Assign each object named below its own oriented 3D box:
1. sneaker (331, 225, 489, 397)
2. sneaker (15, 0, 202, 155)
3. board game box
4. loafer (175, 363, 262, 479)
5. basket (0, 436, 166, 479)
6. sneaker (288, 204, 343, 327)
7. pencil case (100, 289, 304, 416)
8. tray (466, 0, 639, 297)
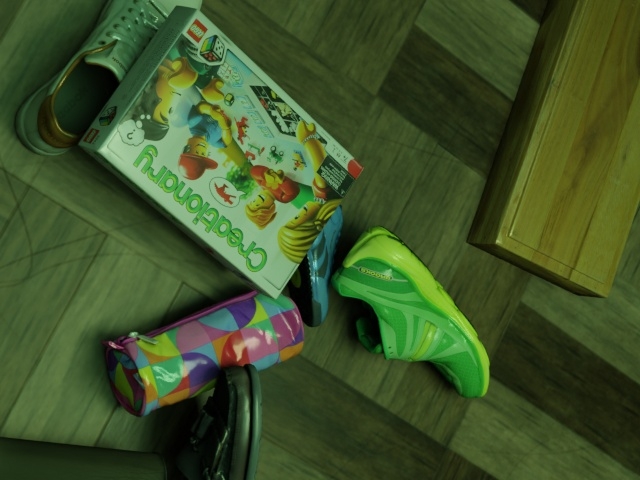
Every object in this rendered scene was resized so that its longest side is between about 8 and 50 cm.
[{"bbox_3d":[0.110,0.103,2.016,0.123,0.109,0.295,-39,123,2],"label":"sneaker"},{"bbox_3d":[-0.215,-0.208,1.814,0.106,0.123,0.290,44,70,-21],"label":"sneaker"},{"bbox_3d":[-0.105,-0.095,1.814,0.305,0.053,0.193,41,77,-35],"label":"board game box"},{"bbox_3d":[-0.132,0.283,1.855,0.095,0.109,0.302,4,112,-15],"label":"loafer"},{"bbox_3d":[-0.310,0.303,1.765,0.227,0.154,0.204,19,87,-24],"label":"basket"},{"bbox_3d":[0.000,0.000,1.969,0.082,0.069,0.209,-9,95,-28],"label":"sneaker"},{"bbox_3d":[-0.136,0.127,1.882,0.236,0.104,0.104,-19,101,-29],"label":"pencil case"},{"bbox_3d":[0.358,-0.150,2.163,0.203,0.076,0.411,24,79,-28],"label":"tray"}]
